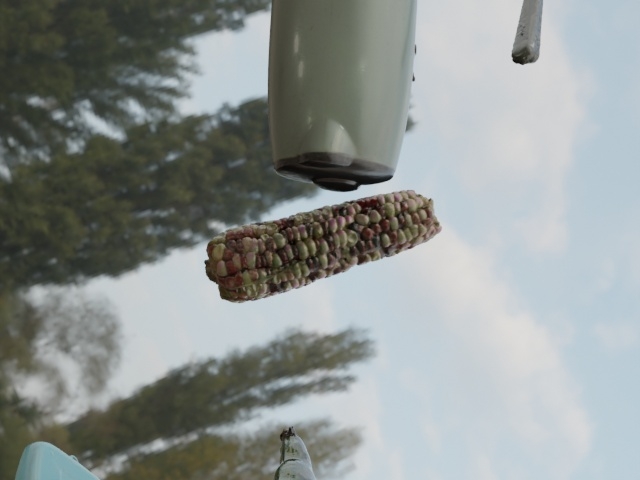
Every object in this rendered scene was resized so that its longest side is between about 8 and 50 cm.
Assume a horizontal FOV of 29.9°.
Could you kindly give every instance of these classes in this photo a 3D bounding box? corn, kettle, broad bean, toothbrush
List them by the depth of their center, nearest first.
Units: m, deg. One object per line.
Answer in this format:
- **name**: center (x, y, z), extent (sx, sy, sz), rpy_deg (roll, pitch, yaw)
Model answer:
- **broad bean**: center (-0.030, 0.265, 1.272), extent (0.060, 0.043, 0.297), rpy_deg (44, 9, -4)
- **kettle**: center (0.026, -0.172, 1.332), extent (0.221, 0.161, 0.237), rpy_deg (45, 47, -79)
- **corn**: center (0.000, 0.000, 1.407), extent (0.092, 0.280, 0.092), rpy_deg (163, -90, -86)
- **toothbrush**: center (0.252, -0.293, 1.419), extent (0.297, 0.030, 0.031), rpy_deg (-73, 150, -47)

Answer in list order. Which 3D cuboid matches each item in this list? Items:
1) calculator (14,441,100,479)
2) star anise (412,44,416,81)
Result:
- **calculator**: center (-0.384, 0.477, 1.858), extent (0.256, 0.054, 0.386), rpy_deg (48, 16, -35)
- **star anise**: center (0.026, -0.333, 1.675), extent (0.148, 0.237, 0.346), rpy_deg (-48, -125, 44)
